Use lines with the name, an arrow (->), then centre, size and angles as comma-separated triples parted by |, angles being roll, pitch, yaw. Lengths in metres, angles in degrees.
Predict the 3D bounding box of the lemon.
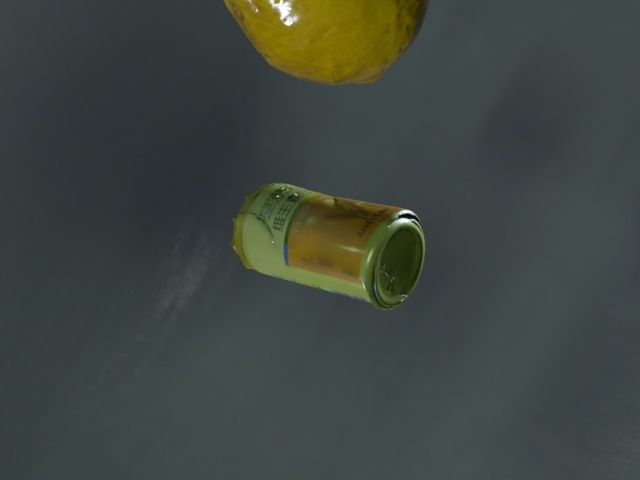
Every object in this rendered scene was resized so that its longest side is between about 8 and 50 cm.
lemon -> 0.002, -0.298, 0.725 | 0.233, 0.234, 0.288 | -49, 124, -23

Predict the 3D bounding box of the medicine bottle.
medicine bottle -> 0.000, 0.000, 0.806 | 0.124, 0.239, 0.124 | -24, 120, -48
